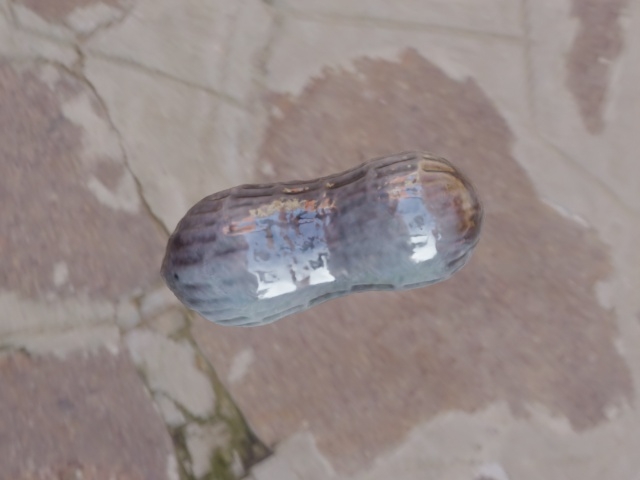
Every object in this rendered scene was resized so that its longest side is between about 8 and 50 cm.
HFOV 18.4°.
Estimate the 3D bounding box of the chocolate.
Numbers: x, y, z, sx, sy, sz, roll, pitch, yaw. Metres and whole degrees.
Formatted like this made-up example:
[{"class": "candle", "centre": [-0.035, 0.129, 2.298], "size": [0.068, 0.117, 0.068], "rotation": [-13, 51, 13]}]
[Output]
[{"class": "chocolate", "centre": [0.000, 0.000, 0.986], "size": [0.167, 0.072, 0.072], "rotation": [-11, 104, 5]}]
